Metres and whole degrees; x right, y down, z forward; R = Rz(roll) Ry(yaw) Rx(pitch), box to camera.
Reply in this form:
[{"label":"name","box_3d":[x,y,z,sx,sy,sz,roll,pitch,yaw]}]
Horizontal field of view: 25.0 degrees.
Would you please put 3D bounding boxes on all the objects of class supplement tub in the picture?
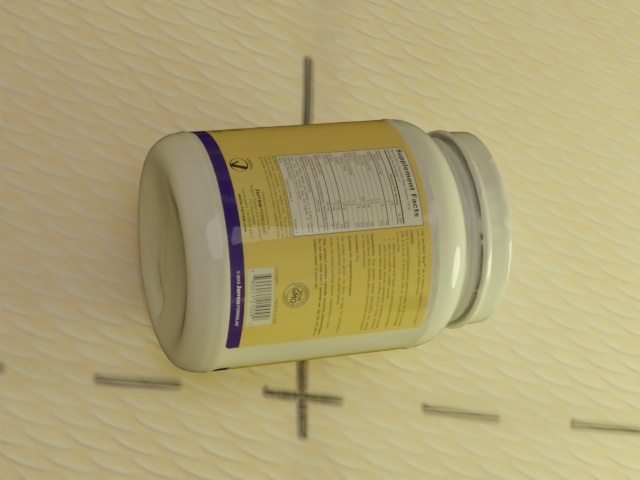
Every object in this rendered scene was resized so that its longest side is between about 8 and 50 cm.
[{"label":"supplement tub","box_3d":[0.000,0.000,1.460,0.331,0.241,0.241,-5,74,-20]}]
